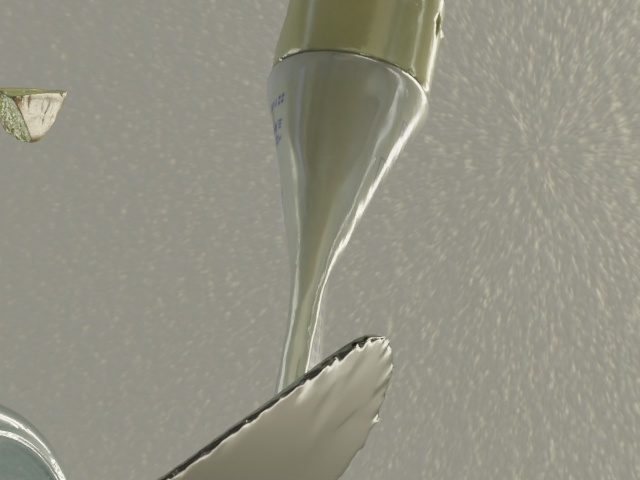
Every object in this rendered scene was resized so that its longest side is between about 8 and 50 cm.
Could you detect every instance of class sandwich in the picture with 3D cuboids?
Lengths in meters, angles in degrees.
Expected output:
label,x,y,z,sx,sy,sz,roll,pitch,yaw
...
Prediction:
label,x,y,z,sx,sy,sz,roll,pitch,yaw
sandwich,-0.234,-0.100,0.908,0.031,0.083,0.044,19,-78,18

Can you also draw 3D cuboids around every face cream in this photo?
label,x,y,z,sx,sy,sz,roll,pitch,yaw
face cream,0.000,0.000,0.465,0.070,0.114,0.224,9,-104,6

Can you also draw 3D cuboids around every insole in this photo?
label,x,y,z,sx,sy,sz,roll,pitch,yaw
insole,-0.085,0.108,0.277,0.007,0.322,0.109,36,-46,25

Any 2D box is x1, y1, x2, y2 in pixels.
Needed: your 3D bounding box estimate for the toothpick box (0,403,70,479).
label,x,y,z,sx,sy,sz,roll,pitch,yaw
toothpick box,-0.356,0.205,0.717,0.355,0.263,0.263,-4,-86,22
